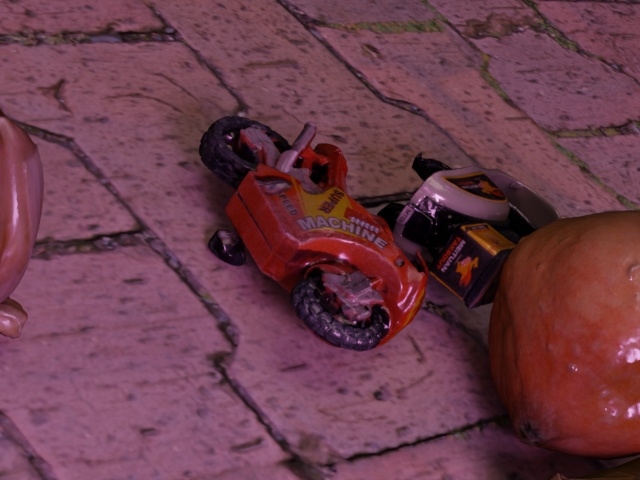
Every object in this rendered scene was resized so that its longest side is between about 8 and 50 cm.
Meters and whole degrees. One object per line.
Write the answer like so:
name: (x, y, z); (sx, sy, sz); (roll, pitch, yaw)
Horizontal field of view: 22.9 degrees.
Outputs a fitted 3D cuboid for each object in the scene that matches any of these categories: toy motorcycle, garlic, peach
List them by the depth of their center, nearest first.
garlic: (-0.308, -0.028, 1.120); (0.214, 0.191, 0.160); (-4, 18, -25)
peach: (0.229, 0.085, 1.325); (0.232, 0.232, 0.232); (20, 32, -13)
toy motorcycle: (-0.001, -0.001, 1.377); (0.171, 0.089, 0.298); (6, 37, -34)
toy motorcycle: (0.158, -0.011, 1.502); (0.157, 0.091, 0.263); (41, 22, 21)

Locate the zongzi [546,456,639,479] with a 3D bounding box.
zongzi: (0.272, 0.259, 1.212); (0.205, 0.094, 0.204); (-7, 50, -44)
